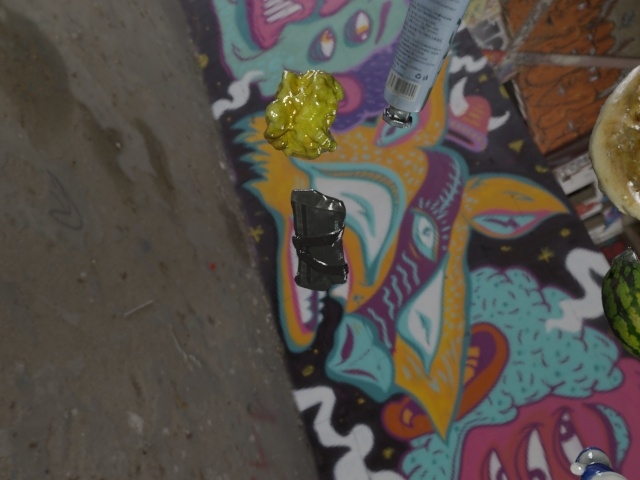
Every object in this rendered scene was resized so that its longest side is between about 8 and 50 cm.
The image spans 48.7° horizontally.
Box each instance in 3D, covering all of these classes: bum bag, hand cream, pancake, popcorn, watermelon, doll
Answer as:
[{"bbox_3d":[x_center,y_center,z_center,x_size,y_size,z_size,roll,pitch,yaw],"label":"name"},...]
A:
[{"bbox_3d":[0.000,0.000,1.102,0.049,0.087,0.198,-70,161,-51],"label":"bum bag"},{"bbox_3d":[0.131,-0.252,0.844,0.088,0.256,0.055,36,40,24],"label":"hand cream"},{"bbox_3d":[0.472,-0.124,0.861,0.049,0.282,0.283,66,2,-71],"label":"pancake"},{"bbox_3d":[-0.034,-0.253,1.413,0.197,0.155,0.198,9,90,-86],"label":"popcorn"},{"bbox_3d":[0.396,0.093,0.891,0.087,0.068,0.163,3,65,-64],"label":"watermelon"},{"bbox_3d":[0.369,0.312,0.931,0.098,0.058,0.143,29,13,0],"label":"doll"}]
